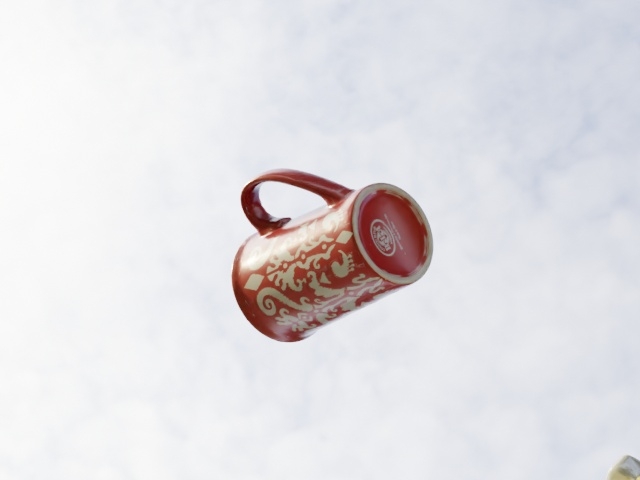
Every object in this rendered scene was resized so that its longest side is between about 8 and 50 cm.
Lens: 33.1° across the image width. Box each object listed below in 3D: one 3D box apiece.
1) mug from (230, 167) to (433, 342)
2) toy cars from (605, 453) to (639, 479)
[{"bbox_3d":[-0.001,0.009,0.957,0.150,0.113,0.169,37,-36,-22],"label":"mug"},{"bbox_3d":[0.171,0.272,0.693,0.087,0.176,0.394,30,-91,33],"label":"toy cars"}]
